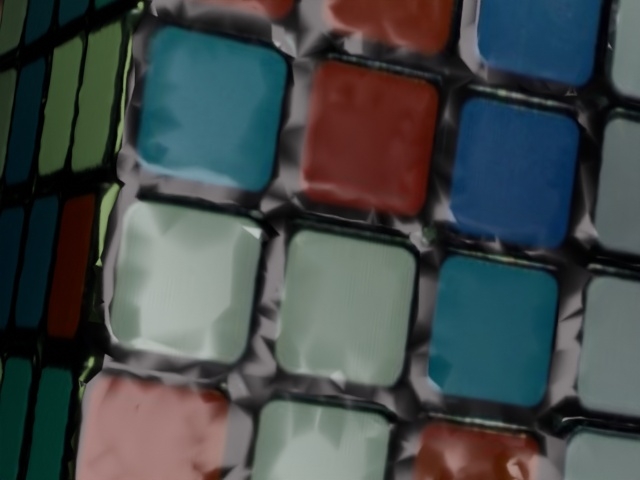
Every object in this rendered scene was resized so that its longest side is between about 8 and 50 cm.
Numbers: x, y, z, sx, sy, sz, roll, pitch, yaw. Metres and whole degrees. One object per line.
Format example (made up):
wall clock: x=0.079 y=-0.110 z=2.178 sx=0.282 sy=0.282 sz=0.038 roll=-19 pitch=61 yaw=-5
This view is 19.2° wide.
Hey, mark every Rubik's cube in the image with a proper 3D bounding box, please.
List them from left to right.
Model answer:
Rubik's cube: x=0.000 y=0.000 z=0.484 sx=0.155 sy=0.151 sz=0.154 roll=10 pitch=86 yaw=-20
